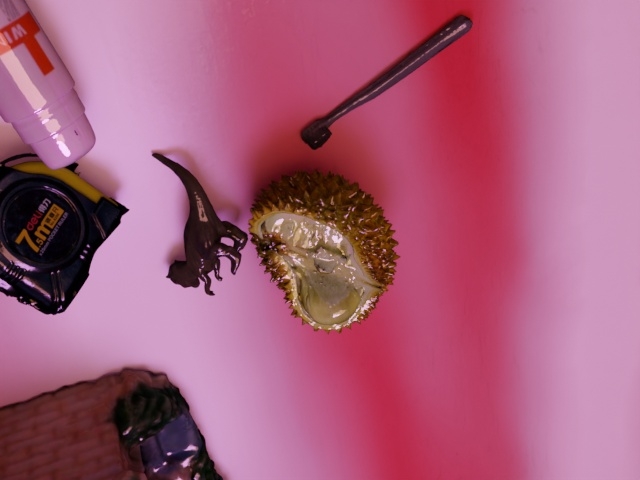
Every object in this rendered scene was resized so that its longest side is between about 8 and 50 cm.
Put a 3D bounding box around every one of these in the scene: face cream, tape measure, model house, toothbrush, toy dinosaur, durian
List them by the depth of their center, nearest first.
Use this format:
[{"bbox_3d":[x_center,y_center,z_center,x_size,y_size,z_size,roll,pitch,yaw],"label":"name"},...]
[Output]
[{"bbox_3d":[-0.382,-0.239,1.126,0.102,0.102,0.345,-29,115,-1],"label":"face cream"},{"bbox_3d":[-0.376,-0.019,1.241,0.186,0.112,0.199,40,61,-27],"label":"tape measure"},{"bbox_3d":[-0.199,-0.003,1.333,0.179,0.087,0.187,28,117,-12],"label":"toy dinosaur"},{"bbox_3d":[0.098,-0.228,1.353,0.297,0.030,0.030,-37,148,2],"label":"toothbrush"},{"bbox_3d":[0.002,0.002,1.353,0.200,0.176,0.237,-28,118,15],"label":"durian"},{"bbox_3d":[-0.306,0.493,1.395,0.395,0.400,0.445,-13,120,-8],"label":"model house"}]
